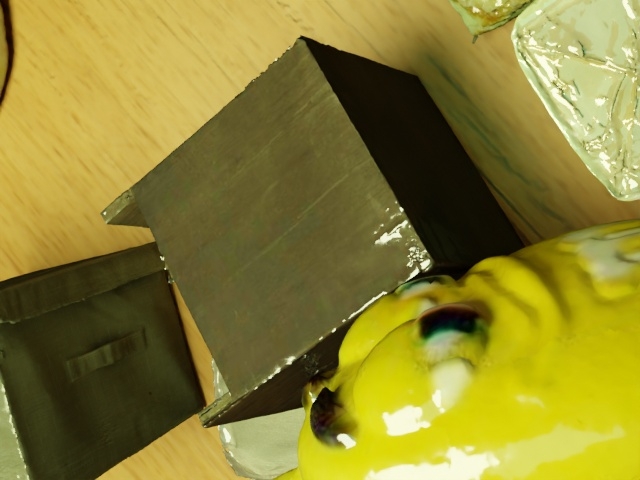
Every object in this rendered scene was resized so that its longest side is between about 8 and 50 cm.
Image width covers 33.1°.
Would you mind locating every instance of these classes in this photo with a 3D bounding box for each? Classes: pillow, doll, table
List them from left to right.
[{"bbox_3d":[0.000,0.000,0.729,0.193,0.172,0.169,-38,70,24],"label":"table"},{"bbox_3d":[0.022,0.132,0.825,0.232,0.038,0.131,1,101,22],"label":"pillow"},{"bbox_3d":[0.201,0.061,0.555,0.348,0.423,0.161,1,115,50],"label":"doll"}]

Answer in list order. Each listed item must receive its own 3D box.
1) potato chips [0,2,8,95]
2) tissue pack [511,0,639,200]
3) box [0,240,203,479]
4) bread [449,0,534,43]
[{"bbox_3d":[-0.337,-0.155,0.913,0.150,0.049,0.202,37,117,17],"label":"potato chips"},{"bbox_3d":[0.216,-0.115,0.597,0.159,0.234,0.125,-34,85,23],"label":"tissue pack"},{"bbox_3d":[-0.215,0.101,0.810,0.155,0.231,0.149,-13,95,22],"label":"box"},{"bbox_3d":[0.140,-0.229,0.680,0.196,0.102,0.138,-31,85,25],"label":"bread"}]
